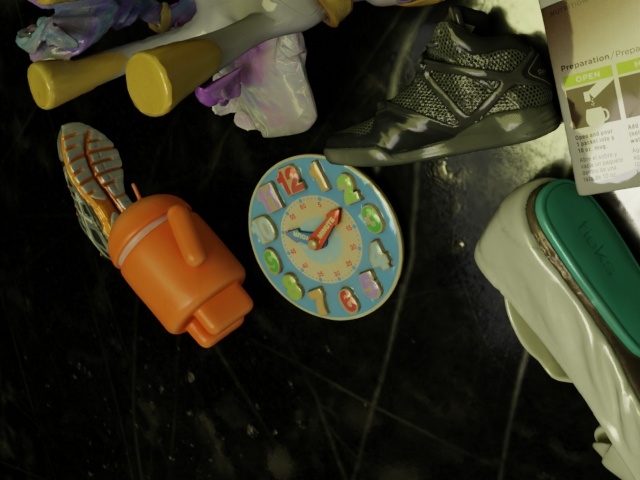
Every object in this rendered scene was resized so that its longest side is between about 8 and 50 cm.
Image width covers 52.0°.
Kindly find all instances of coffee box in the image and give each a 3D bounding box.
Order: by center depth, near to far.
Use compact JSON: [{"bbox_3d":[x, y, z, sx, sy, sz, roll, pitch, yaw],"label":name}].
[{"bbox_3d":[0.229,-0.201,0.467,0.118,0.168,0.297,-9,102,35],"label":"coffee box"}]

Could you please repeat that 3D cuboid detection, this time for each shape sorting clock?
[{"bbox_3d":[0.000,0.000,0.766,0.206,0.040,0.206,12,113,30],"label":"shape sorting clock"}]

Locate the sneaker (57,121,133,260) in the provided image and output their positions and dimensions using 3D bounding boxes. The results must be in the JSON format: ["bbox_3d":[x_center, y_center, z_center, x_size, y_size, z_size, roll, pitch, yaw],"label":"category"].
[{"bbox_3d":[-0.318,-0.061,0.926,0.083,0.084,0.215,-16,98,41],"label":"sneaker"}]

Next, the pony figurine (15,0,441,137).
[{"bbox_3d":[-0.072,-0.212,0.591,0.351,0.363,0.303,13,122,46],"label":"pony figurine"}]

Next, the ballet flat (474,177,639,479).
[{"bbox_3d":[0.278,0.128,0.594,0.139,0.139,0.400,-39,80,36],"label":"ballet flat"}]

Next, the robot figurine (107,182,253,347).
[{"bbox_3d":[-0.183,0.029,0.842,0.128,0.158,0.219,-43,80,1],"label":"robot figurine"}]

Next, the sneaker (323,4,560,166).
[{"bbox_3d":[0.100,-0.141,0.626,0.227,0.087,0.130,-10,99,32],"label":"sneaker"}]
